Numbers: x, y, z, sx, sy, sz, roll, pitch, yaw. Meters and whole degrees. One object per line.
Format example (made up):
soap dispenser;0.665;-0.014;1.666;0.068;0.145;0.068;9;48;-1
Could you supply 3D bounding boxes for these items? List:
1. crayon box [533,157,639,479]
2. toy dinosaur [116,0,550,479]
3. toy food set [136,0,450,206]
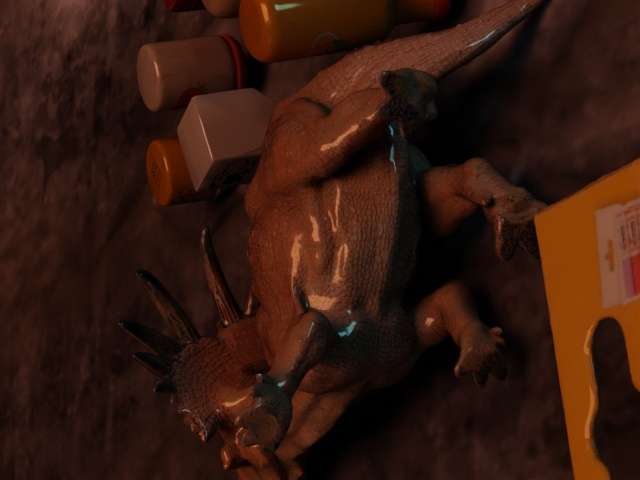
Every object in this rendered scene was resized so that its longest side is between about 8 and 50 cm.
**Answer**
crayon box;0.220;0.025;0.600;0.323;0.083;0.203;-31;56;45
toy dinosaur;0.000;0.000;0.887;0.200;0.127;0.295;20;91;61
toy food set;-0.024;-0.102;0.994;0.232;0.105;0.111;125;130;-60
